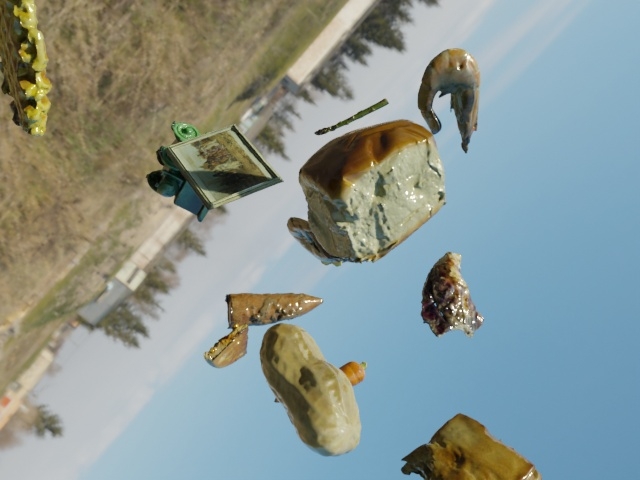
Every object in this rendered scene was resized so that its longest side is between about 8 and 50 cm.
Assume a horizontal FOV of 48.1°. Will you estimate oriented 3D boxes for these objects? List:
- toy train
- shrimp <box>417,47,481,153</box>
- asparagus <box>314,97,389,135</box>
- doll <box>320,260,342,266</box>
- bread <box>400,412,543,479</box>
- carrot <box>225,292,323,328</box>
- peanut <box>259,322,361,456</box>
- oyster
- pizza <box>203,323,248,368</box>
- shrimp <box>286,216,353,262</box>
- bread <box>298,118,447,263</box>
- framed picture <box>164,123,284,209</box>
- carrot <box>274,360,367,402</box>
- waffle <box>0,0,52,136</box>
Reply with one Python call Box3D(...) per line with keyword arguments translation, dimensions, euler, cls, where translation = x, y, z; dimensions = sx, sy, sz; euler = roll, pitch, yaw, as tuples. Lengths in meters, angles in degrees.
Box3D(translation=(-0.361, -0.204, 1.993), dimensions=(0.145, 0.201, 0.266), euler=(-49, -160, 40), cls="toy train")
Box3D(translation=(0.283, -0.292, 1.569), dimensions=(0.145, 0.254, 0.059), euler=(-12, -145, -12), cls="shrimp")
Box3D(translation=(0.096, -0.378, 2.221), dimensions=(0.248, 0.024, 0.025), euler=(-25, -160, 6), cls="asparagus")
Box3D(translation=(0.077, 0.014, 2.366), dimensions=(0.135, 0.099, 0.241), euler=(-30, -179, 28), cls="doll")
Box3D(translation=(0.344, 0.579, 1.733), dimensions=(0.370, 0.192, 0.314), euler=(-20, -146, -37), cls="bread")
Box3D(translation=(-0.120, 0.174, 1.892), dimensions=(0.263, 0.102, 0.102), euler=(-6, -177, -12), cls="carrot")
Box3D(translation=(-0.024, 0.302, 1.497), dimensions=(0.152, 0.313, 0.152), euler=(-25, 145, -18), cls="peanut")
Box3D(translation=(0.400, 0.169, 2.162), dimensions=(0.275, 0.271, 0.100), euler=(-14, 162, -47), cls="oyster")
Box3D(translation=(-0.222, 0.257, 1.760), dimensions=(0.178, 0.041, 0.131), euler=(-13, 134, -59), cls="pizza")
Box3D(translation=(0.000, 0.000, 2.063), dimensions=(0.077, 0.168, 0.317), euler=(-51, -153, -15), cls="shrimp")
Box3D(translation=(0.102, -0.115, 1.451), dimensions=(0.279, 0.225, 0.250), euler=(-33, -159, -12), cls="bread")
Box3D(translation=(-0.251, -0.197, 1.840), dimensions=(0.217, 0.274, 0.017), euler=(-25, 142, -23), cls="framed picture")
Box3D(translation=(0.006, 0.359, 1.763), dimensions=(0.256, 0.061, 0.061), euler=(-20, 180, -21), cls="carrot")
Box3D(translation=(-0.528, -0.339, 1.254), dimensions=(0.060, 0.307, 0.312), euler=(-9, -161, -27), cls="waffle")
